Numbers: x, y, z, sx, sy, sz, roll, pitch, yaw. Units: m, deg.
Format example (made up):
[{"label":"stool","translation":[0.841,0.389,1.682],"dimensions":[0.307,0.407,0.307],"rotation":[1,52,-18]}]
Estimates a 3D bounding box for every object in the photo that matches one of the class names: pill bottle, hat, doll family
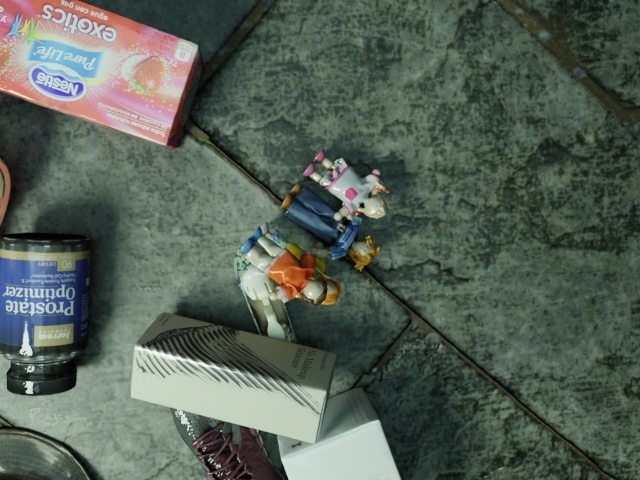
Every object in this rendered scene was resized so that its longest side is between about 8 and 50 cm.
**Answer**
[{"label":"pill bottle","translation":[-0.394,0.101,0.929],"dimensions":[0.123,0.123,0.219],"rotation":[2,94,-7]},{"label":"hat","translation":[-0.469,0.455,0.946],"dimensions":[0.331,0.134,0.331],"rotation":[-1,96,-6]},{"label":"doll family","translation":[0.000,0.000,0.981],"dimensions":[0.163,0.118,0.263],"rotation":[38,67,-1]}]

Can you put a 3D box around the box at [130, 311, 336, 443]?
[{"label":"box","translation":[-0.122,0.194,0.937],"dimensions":[0.275,0.113,0.094],"rotation":[12,112,4]}]

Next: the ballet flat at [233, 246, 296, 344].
[{"label":"ballet flat","translation":[-0.080,0.096,0.993],"dimensions":[0.070,0.070,0.188],"rotation":[-23,97,-4]}]

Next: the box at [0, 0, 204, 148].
[{"label":"box","translation":[-0.325,-0.240,0.894],"dimensions":[0.300,0.154,0.142],"rotation":[18,93,-9]}]

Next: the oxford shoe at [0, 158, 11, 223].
[{"label":"oxford shoe","translation":[-0.560,0.022,0.920],"dimensions":[0.146,0.140,0.397],"rotation":[39,103,35]}]

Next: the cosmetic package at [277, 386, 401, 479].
[{"label":"cosmetic package","translation":[0.035,0.350,0.983],"dimensions":[0.151,0.151,0.183],"rotation":[-20,98,-5]}]

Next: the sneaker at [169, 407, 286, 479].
[{"label":"sneaker","translation":[-0.124,0.336,0.958],"dimensions":[0.106,0.162,0.281],"rotation":[-37,98,-2]}]
